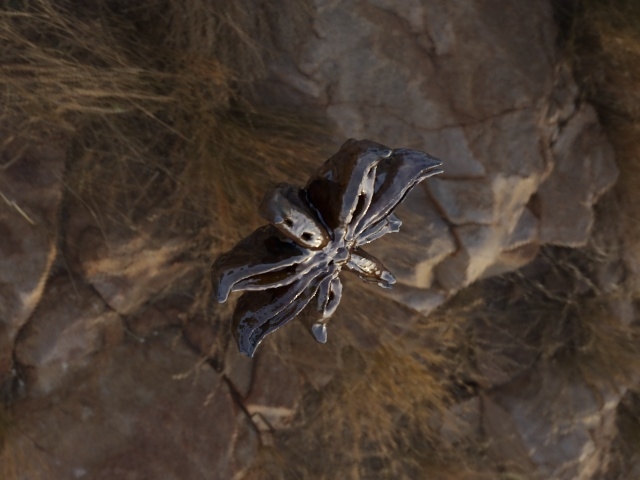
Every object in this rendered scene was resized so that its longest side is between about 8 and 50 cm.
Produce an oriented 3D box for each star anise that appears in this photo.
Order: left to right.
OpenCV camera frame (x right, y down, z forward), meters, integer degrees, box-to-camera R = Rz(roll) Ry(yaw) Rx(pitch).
[{"bbox_3d":[-0.002,0.000,0.457,0.141,0.042,0.141,-34,150,-23],"label":"star anise"}]
